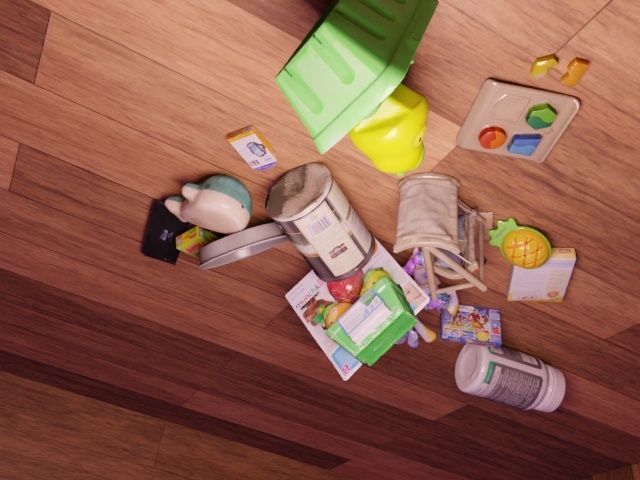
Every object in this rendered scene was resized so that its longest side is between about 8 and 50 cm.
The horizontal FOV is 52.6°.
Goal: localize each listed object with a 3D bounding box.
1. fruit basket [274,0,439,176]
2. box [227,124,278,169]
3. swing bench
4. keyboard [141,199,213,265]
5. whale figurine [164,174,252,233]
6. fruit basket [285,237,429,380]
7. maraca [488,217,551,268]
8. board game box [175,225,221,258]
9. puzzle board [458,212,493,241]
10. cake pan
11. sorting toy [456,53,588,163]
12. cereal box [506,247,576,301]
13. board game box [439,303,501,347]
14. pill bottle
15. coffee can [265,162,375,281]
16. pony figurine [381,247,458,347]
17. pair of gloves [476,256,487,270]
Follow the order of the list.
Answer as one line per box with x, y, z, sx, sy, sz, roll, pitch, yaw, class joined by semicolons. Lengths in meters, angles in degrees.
0.125;-0.306;1.300;0.391;0.392;0.283;28;138;-24;fruit basket
-0.175;-0.243;1.723;0.081;0.028;0.136;-14;140;27;box
0.321;-0.019;1.720;0.165;0.253;0.255;-16;134;28;swing bench
-0.455;-0.015;2.072;0.201;0.033;0.317;19;143;-12;keyboard
-0.315;-0.110;1.851;0.271;0.141;0.216;1;150;37;whale figurine
0.088;0.160;1.835;0.327;0.353;0.165;-43;147;6;fruit basket
0.569;0.010;1.853;0.185;0.099;0.127;34;120;0;maraca
-0.358;0.021;2.041;0.092;0.043;0.181;-25;147;24;board game box
0.448;-0.039;1.879;0.096;0.011;0.128;0;141;12;puzzle board
-0.232;0.015;1.919;0.293;0.054;0.293;-20;176;-1;cake pan
0.474;-0.301;1.506;0.228;0.041;0.307;12;143;-5;sorting toy
0.674;0.107;1.995;0.172;0.047;0.240;2;142;9;cereal box
0.505;0.282;2.184;0.201;0.136;0.035;8;142;1;board game box
0.697;0.503;2.378;0.360;0.204;0.204;19;142;-13;pill bottle
0.003;-0.047;1.784;0.201;0.202;0.275;-14;133;27;coffee can
0.266;0.183;2.035;0.350;0.303;0.364;-31;133;-2;pony figurine
0.472;0.068;2.014;0.083;0.010;0.074;10;143;-3;pair of gloves
